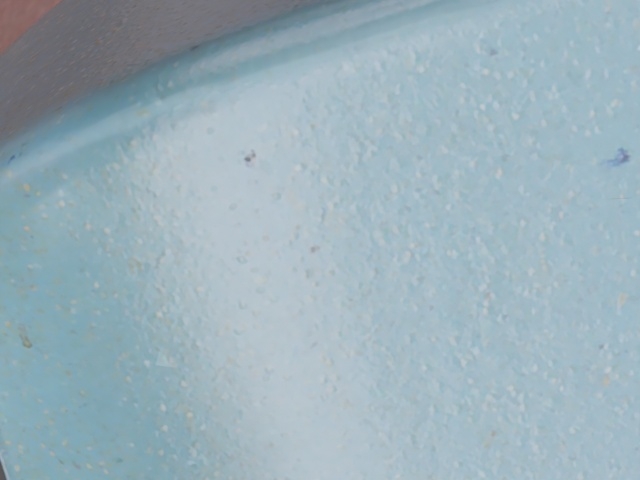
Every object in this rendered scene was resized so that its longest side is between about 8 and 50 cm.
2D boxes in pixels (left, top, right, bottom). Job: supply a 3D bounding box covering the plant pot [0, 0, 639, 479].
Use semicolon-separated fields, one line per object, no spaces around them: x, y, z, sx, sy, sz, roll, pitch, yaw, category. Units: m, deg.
0.000;0.000;0.697;0.252;0.247;0.248;-13;112;2;plant pot
